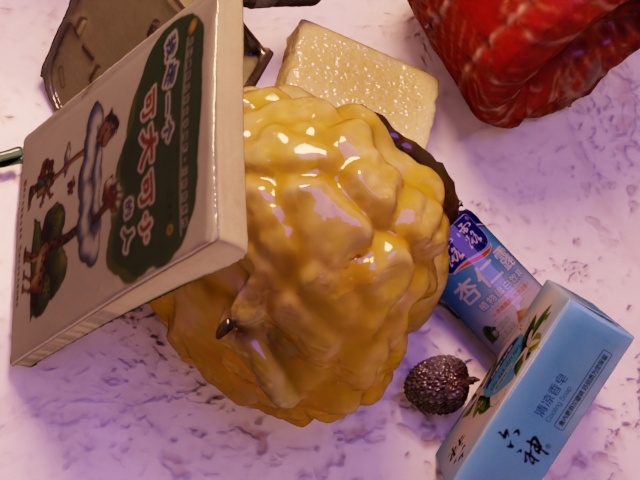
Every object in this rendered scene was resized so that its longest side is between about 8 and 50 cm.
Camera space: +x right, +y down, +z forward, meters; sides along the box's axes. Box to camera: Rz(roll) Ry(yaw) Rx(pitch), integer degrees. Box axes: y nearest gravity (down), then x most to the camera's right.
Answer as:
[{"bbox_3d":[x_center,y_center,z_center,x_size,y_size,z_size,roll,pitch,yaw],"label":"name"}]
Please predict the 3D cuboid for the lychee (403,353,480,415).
[{"bbox_3d":[0.130,0.156,1.533,0.083,0.068,0.067,-1,109,-4],"label":"lychee"}]

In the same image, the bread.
[{"bbox_3d":[0.040,-0.160,1.639,0.188,0.068,0.125,21,61,-12],"label":"bread"}]

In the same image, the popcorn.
[{"bbox_3d":[0.000,0.000,1.412,0.381,0.349,0.349,-23,77,-38],"label":"popcorn"}]

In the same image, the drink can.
[{"bbox_3d":[0.202,0.071,1.583,0.235,0.097,0.097,47,60,3],"label":"drink can"}]

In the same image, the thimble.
[{"bbox_3d":[0.265,-0.307,1.644,0.350,0.350,0.230,-25,76,-28],"label":"thimble"}]

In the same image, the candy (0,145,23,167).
[{"bbox_3d":[-0.420,-0.059,1.421,0.262,0.073,0.077,-17,46,-29],"label":"candy"}]

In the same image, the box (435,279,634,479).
[{"bbox_3d":[0.214,0.163,1.460,0.083,0.142,0.232,33,95,-4],"label":"box"}]

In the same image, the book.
[{"bbox_3d":[-0.190,-0.050,1.334,0.043,0.371,0.260,16,61,-36],"label":"book"}]

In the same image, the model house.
[{"bbox_3d":[-0.119,-0.196,1.550,0.278,0.218,0.205,-13,57,-46],"label":"model house"}]
